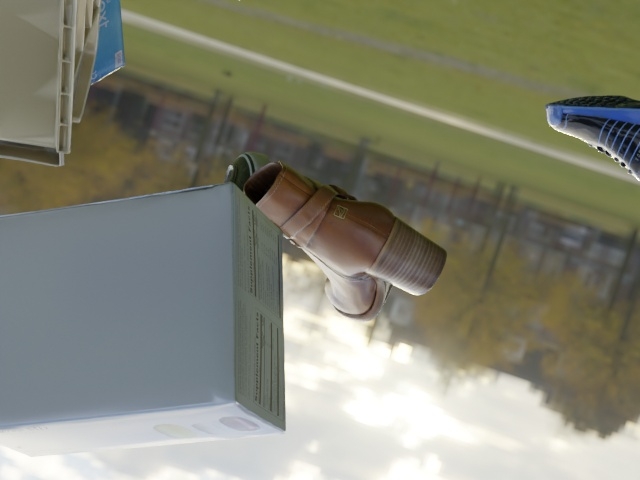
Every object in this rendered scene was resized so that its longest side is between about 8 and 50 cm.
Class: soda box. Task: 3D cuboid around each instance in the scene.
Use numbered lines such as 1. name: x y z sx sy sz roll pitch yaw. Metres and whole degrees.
1. soda box: -0.271 -0.279 1.780 0.071 0.210 0.067 32 -130 29

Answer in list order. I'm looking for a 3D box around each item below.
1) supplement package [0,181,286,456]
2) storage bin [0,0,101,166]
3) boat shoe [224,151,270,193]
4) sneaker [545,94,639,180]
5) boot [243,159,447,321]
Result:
1. supplement package: -0.177 0.079 1.464 0.262 0.204 0.145 -7 160 15
2. storage bin: -0.293 -0.186 1.142 0.262 0.123 0.260 9 145 -5
3. boat shoe: -0.124 -0.011 2.011 0.105 0.113 0.306 14 -136 -11
4. sneaker: 0.353 -0.114 1.821 0.081 0.090 0.232 -17 -161 -41
5. boot: 0.000 0.000 1.854 0.220 0.109 0.283 29 170 -12
